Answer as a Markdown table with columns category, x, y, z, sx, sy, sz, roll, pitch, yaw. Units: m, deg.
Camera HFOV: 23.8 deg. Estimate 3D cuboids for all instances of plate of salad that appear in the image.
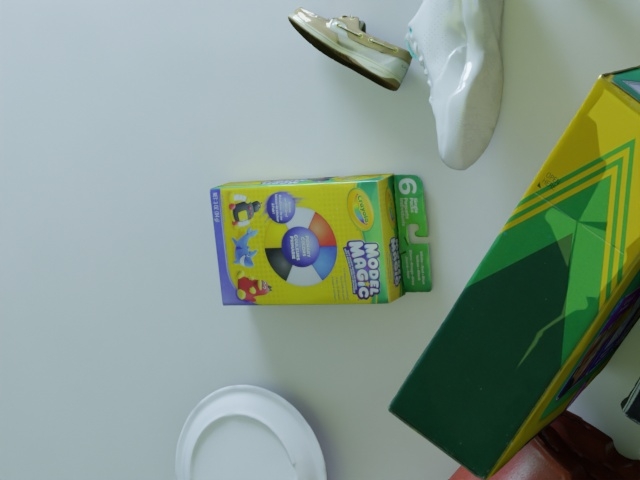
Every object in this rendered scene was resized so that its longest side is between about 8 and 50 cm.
| category | x | y | z | sx | sy | sz | roll | pitch | yaw |
| --- | --- | --- | --- | --- | --- | --- | --- | --- | --- |
| plate of salad | -0.072 | 0.254 | 1.637 | 0.200 | 0.048 | 0.200 | 2 | 93 | 32 |

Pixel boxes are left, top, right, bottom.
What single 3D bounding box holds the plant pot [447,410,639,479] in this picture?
| category | x | y | z | sx | sy | sz | roll | pitch | yaw |
| --- | --- | --- | --- | --- | --- | --- | --- | --- | --- |
| plant pot | 0.192 | 0.310 | 1.422 | 0.272 | 0.272 | 0.265 | 37 | 104 | 14 |

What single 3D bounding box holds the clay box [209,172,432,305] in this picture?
| category | x | y | z | sx | sy | sz | roll | pitch | yaw |
| --- | --- | --- | --- | --- | --- | --- | --- | --- | --- |
| clay box | 0.000 | 0.000 | 1.553 | 0.222 | 0.053 | 0.127 | -2 | 99 | 26 |

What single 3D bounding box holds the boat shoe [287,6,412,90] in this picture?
| category | x | y | z | sx | sy | sz | roll | pitch | yaw |
| --- | --- | --- | --- | --- | --- | --- | --- | --- | --- |
| boat shoe | 0.031 | -0.199 | 1.509 | 0.135 | 0.050 | 0.045 | 33 | 85 | 13 |

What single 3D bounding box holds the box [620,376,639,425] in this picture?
| category | x | y | z | sx | sy | sz | roll | pitch | yaw |
| --- | --- | --- | --- | --- | --- | --- | --- | --- | --- |
| box | 0.462 | 0.116 | 1.218 | 0.343 | 0.312 | 0.179 | 31 | 111 | 16 |

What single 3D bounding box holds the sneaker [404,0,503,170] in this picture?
| category | x | y | z | sx | sy | sz | roll | pitch | yaw |
| --- | --- | --- | --- | --- | --- | --- | --- | --- | --- |
| sneaker | 0.122 | -0.174 | 1.458 | 0.094 | 0.080 | 0.212 | 6 | 92 | 29 |

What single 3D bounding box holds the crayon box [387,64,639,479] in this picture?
| category | x | y | z | sx | sy | sz | roll | pitch | yaw |
| --- | --- | --- | --- | --- | --- | --- | --- | --- | --- |
| crayon box | 0.235 | 0.004 | 1.272 | 0.106 | 0.363 | 0.313 | 36 | 112 | 15 |
